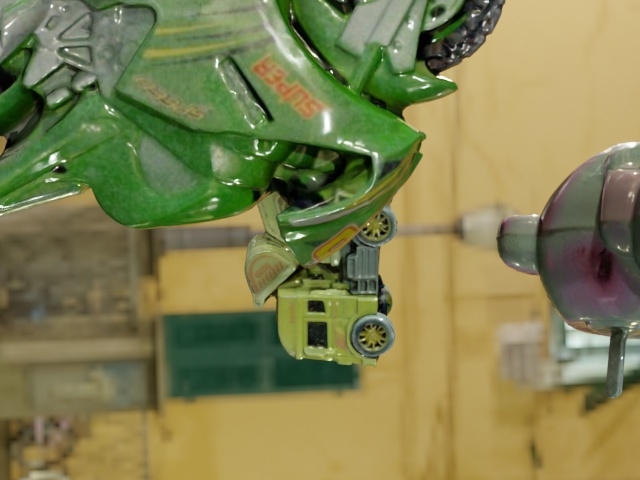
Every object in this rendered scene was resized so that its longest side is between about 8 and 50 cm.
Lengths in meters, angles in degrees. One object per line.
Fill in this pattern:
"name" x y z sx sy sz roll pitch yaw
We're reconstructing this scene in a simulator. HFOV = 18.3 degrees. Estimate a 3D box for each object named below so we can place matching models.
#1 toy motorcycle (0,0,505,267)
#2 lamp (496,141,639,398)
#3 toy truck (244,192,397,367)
"toy motorcycle" -0.041 -0.043 0.558 0.074 0.190 0.106 -57 144 -86
"lamp" 0.324 0.022 1.799 0.301 0.247 0.247 161 -67 -65
"toy truck" 0.000 0.000 1.524 0.085 0.116 0.191 -87 178 -68
